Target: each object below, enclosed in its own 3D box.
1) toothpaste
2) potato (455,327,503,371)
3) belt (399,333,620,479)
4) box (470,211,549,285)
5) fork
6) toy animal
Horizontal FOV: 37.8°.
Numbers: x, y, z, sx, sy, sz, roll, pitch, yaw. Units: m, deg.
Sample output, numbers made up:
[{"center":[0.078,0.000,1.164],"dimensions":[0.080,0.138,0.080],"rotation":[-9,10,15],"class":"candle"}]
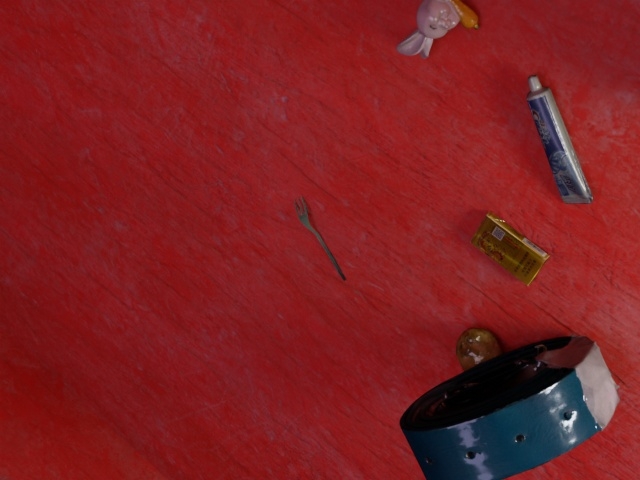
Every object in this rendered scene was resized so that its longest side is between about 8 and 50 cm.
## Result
[{"center":[0.448,-0.190,1.781],"dimensions":[0.069,0.047,0.268],"rotation":[-16,107,31],"class":"toothpaste"},{"center":[0.365,0.274,2.094],"dimensions":[0.107,0.080,0.170],"rotation":[-12,107,48],"class":"potato"},{"center":[0.386,0.349,1.908],"dimensions":[0.436,0.300,0.173],"rotation":[-28,98,7],"class":"belt"},{"center":[0.395,0.017,1.959],"dimensions":[0.156,0.022,0.089],"rotation":[38,132,18],"class":"box"},{"center":[-0.001,0.001,2.288],"dimensions":[0.039,0.021,0.235],"rotation":[-25,96,49],"class":"fork"},{"center":[0.225,-0.434,1.812],"dimensions":[0.127,0.131,0.181],"rotation":[-137,43,-60],"class":"toy animal"}]
